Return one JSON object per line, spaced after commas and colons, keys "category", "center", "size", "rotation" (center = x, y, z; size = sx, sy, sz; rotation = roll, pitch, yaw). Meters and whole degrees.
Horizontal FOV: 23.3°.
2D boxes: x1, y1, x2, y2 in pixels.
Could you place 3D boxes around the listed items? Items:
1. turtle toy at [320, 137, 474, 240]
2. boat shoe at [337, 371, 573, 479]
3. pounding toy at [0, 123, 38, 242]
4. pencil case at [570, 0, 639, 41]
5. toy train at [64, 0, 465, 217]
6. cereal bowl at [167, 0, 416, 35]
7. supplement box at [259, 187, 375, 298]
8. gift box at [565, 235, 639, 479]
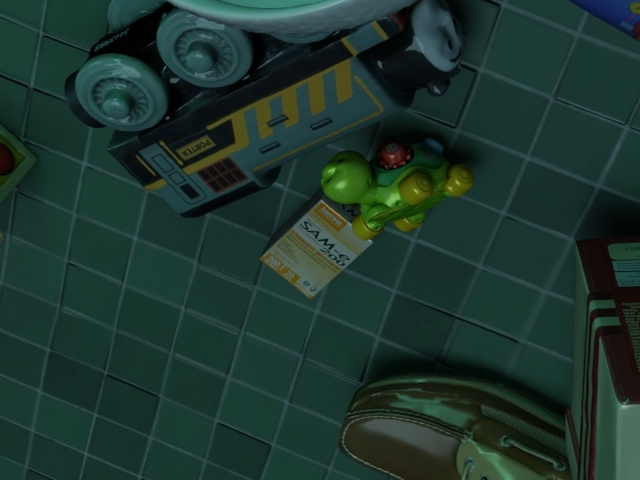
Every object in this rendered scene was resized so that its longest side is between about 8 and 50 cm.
{"category": "turtle toy", "center": [0.058, -0.048, 1.282], "size": [0.095, 0.130, 0.066], "rotation": [-37, 70, 46]}
{"category": "boat shoe", "center": [0.174, 0.213, 1.405], "size": [0.324, 0.120, 0.122], "rotation": [13, 129, 7]}
{"category": "pounding toy", "center": [-0.329, -0.058, 1.401], "size": [0.130, 0.141, 0.100], "rotation": [44, 127, -13]}
{"category": "pencil case", "center": [0.262, -0.196, 1.084], "size": [0.306, 0.119, 0.133], "rotation": [27, 86, 2]}
{"category": "toy train", "center": [-0.047, -0.144, 1.243], "size": [0.334, 0.142, 0.190], "rotation": [-23, 126, 31]}
{"category": "cereal bowl", "center": [0.003, -0.295, 1.046], "size": [0.339, 0.141, 0.339], "rotation": [-3, 83, 23]}
{"category": "supplement box", "center": [0.000, 0.000, 1.382], "size": [0.062, 0.036, 0.098], "rotation": [39, 128, -9]}
{"category": "gift box", "center": [0.329, 0.145, 1.231], "size": [0.255, 0.276, 0.258], "rotation": [-1, 121, 6]}
